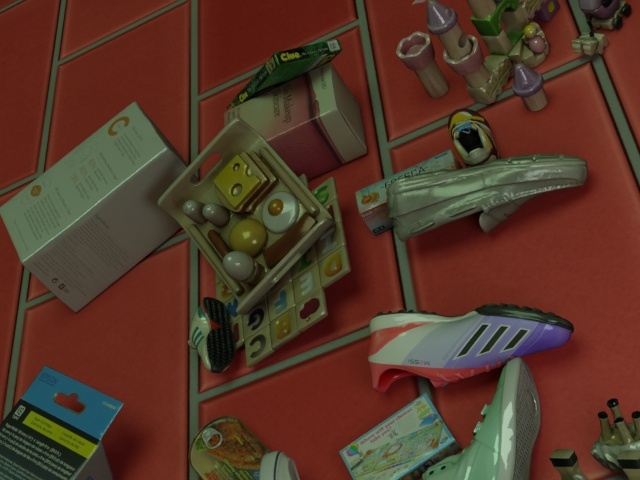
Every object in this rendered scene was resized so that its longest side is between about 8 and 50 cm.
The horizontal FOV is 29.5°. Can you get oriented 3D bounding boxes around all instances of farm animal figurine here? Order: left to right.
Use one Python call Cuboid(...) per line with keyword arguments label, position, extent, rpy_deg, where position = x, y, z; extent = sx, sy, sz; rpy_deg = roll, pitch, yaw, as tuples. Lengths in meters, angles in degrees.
Cuboid(label="farm animal figurine", position=(0.367, 0.351, 1.390), extent=(0.330, 0.172, 0.327), rpy_deg=(-35, 20, -24))

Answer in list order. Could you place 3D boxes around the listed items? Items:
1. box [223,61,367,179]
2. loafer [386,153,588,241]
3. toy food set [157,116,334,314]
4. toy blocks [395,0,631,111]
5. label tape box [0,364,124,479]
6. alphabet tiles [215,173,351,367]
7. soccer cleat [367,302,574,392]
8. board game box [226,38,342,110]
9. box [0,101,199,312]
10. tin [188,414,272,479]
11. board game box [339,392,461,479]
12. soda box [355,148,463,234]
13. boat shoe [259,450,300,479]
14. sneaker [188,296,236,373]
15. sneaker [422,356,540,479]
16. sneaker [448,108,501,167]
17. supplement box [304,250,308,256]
Cuboid(label="box", position=(-0.048, -0.199, 2.234), extent=(0.232, 0.127, 0.148), rpy_deg=(-24, 42, 16))
Cuboid(label="loafer", position=(0.265, -0.068, 1.919), extent=(0.320, 0.111, 0.112), rpy_deg=(-10, 5, 16))
Cuboid(label="toy food set", position=(-0.136, -0.046, 2.071), extent=(0.220, 0.092, 0.306), rpy_deg=(-47, 54, 9))
Cuboid(label="toy blocks", position=(0.302, -0.410, 2.078), extent=(0.309, 0.260, 0.288), rpy_deg=(18, 64, 44))
Cuboid(label="label tape box", position=(-0.461, 0.394, 1.992), extent=(0.241, 0.106, 0.333), rpy_deg=(16, 62, 43))
Cuboid(label="alphabet tiles", position=(-0.073, 0.044, 2.066), extent=(0.285, 0.011, 0.342), rpy_deg=(-35, 39, 23))
Cuboid(label="soccer cleat", position=(0.211, 0.159, 1.749), extent=(0.318, 0.109, 0.116), rpy_deg=(-5, 68, 31))
Cuboid(label="board game box", position=(-0.071, -0.300, 2.268), extent=(0.136, 0.030, 0.260), rpy_deg=(-15, -9, -28))
Cuboid(label="box", position=(-0.415, -0.067, 2.343), extent=(0.345, 0.168, 0.215), rpy_deg=(-39, 40, 0))
Cuboid(label="tin", position=(-0.131, 0.343, 1.859), extent=(0.106, 0.040, 0.190), rpy_deg=(-41, 40, -10))
Cuboid(label="board game box", position=(0.112, 0.299, 1.732), extent=(0.154, 0.026, 0.103), rpy_deg=(-35, 41, 3))
Cuboid(label="soda box", position=(0.154, -0.081, 2.028), extent=(0.183, 0.063, 0.058), rpy_deg=(-23, 42, 15))
Cuboid(label="boat shoe", position=(-0.019, 0.401, 1.682), extent=(0.088, 0.096, 0.267), rpy_deg=(-24, 43, 10))
Cuboid(label="sneaker", position=(-0.187, 0.173, 2.040), extent=(0.075, 0.057, 0.161), rpy_deg=(-53, 32, 32))
Cuboid(label="sneaker", position=(0.208, 0.272, 1.639), extent=(0.151, 0.094, 0.256), rpy_deg=(-11, 46, 32))
Cuboid(label="sneaker", position=(0.251, -0.179, 2.034), extent=(0.070, 0.084, 0.185), rpy_deg=(-31, 41, 8))
Cuboid(label="supplement box", position=(0.000, 0.000, 2.078), extent=(0.055, 0.043, 0.083), rpy_deg=(-27, 42, 18))
